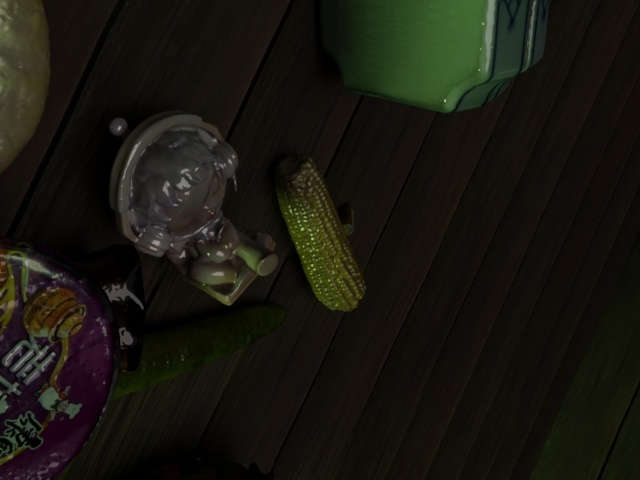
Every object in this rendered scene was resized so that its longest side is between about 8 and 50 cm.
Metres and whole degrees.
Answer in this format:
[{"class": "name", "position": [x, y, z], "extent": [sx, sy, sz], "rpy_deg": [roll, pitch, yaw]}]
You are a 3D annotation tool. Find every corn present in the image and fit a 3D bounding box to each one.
[{"class": "corn", "position": [0.000, 0.000, 0.941], "extent": [0.086, 0.086, 0.288], "rpy_deg": [-43, 132, -26]}]

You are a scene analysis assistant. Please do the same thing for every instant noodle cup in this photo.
[{"class": "instant noodle cup", "position": [-0.329, 0.089, 0.537], "extent": [0.251, 0.190, 0.251], "rpy_deg": [-22, 122, -40]}]

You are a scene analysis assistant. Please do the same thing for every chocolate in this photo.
[{"class": "chocolate", "position": [-0.248, 0.066, 0.664], "extent": [0.080, 0.125, 0.148], "rpy_deg": [-11, 124, -40]}]

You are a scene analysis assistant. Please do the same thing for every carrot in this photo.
[{"class": "carrot", "position": [-0.174, 0.135, 0.827], "extent": [0.359, 0.074, 0.074], "rpy_deg": [-12, 116, -48]}]

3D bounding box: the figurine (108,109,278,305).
[{"class": "figurine", "position": [-0.149, -0.041, 0.711], "extent": [0.162, 0.141, 0.236], "rpy_deg": [-49, 137, -27]}]

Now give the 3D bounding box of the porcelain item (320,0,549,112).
[{"class": "porcelain item", "position": [0.139, -0.321, 0.789], "extent": [0.157, 0.281, 0.285], "rpy_deg": [-25, 123, -36]}]

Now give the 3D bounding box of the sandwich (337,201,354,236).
[{"class": "sandwich", "position": [0.035, -0.026, 0.997], "extent": [0.083, 0.044, 0.031], "rpy_deg": [-40, 138, -25]}]

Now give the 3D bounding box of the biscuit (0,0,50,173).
[{"class": "biscuit", "position": [-0.326, -0.156, 0.545], "extent": [0.188, 0.040, 0.265], "rpy_deg": [-6, 112, -49]}]

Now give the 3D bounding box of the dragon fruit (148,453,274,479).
[{"class": "dragon fruit", "position": [-0.198, 0.447, 0.821], "extent": [0.263, 0.314, 0.296], "rpy_deg": [3, 93, -3]}]
